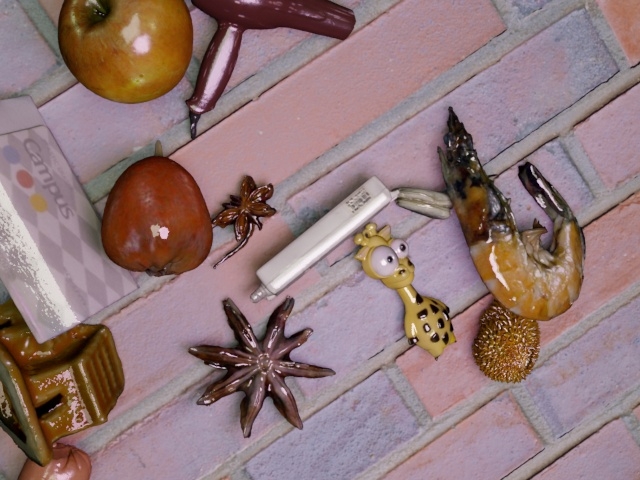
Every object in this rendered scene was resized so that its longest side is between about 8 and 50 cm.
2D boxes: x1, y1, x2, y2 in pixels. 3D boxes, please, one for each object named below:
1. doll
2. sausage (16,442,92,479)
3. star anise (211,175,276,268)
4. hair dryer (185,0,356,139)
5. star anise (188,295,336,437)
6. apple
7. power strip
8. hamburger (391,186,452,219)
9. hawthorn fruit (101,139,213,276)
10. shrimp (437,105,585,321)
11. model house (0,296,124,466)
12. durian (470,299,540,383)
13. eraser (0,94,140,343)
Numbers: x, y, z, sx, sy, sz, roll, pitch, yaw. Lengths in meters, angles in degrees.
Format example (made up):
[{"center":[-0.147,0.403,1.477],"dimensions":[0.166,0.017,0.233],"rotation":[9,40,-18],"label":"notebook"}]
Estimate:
[{"center":[0.165,0.094,1.592],"dimensions":[0.117,0.086,0.291],"rotation":[-40,102,-36],"label":"doll"},{"center":[-0.513,0.511,1.507],"dimensions":[0.121,0.121,0.304],"rotation":[23,90,-11],"label":"sausage"},{"center":[-0.148,-0.029,1.540],"dimensions":[0.097,0.070,0.190],"rotation":[39,90,16],"label":"star anise"},{"center":[-0.132,-0.323,1.507],"dimensions":[0.313,0.123,0.340],"rotation":[18,104,-21],"label":"hair dryer"},{"center":[-0.106,0.229,1.561],"dimensions":[0.288,0.088,0.288],"rotation":[2,84,-15],"label":"star anise"},{"center":[-0.320,-0.345,1.401],"dimensions":[0.237,0.207,0.236],"rotation":[-4,80,23],"label":"apple"},{"center":[0.000,0.000,1.543],"dimensions":[0.338,0.098,0.058],"rotation":[-40,86,-4],"label":"power strip"},{"center":[0.196,-0.073,1.579],"dimensions":[0.121,0.084,0.054],"rotation":[15,95,-9],"label":"hamburger"},{"center":[-0.286,-0.059,1.461],"dimensions":[0.199,0.199,0.251],"rotation":[-4,73,-9],"label":"hawthorn fruit"},{"center":[0.364,-0.065,1.584],"dimensions":[0.272,0.085,0.445],"rotation":[-26,86,-29],"label":"shrimp"},{"center":[-0.461,0.213,1.462],"dimensions":[0.239,0.173,0.268],"rotation":[-23,102,-38],"label":"model house"},{"center":[0.358,0.197,1.603],"dimensions":[0.137,0.168,0.158],"rotation":[-7,113,3],"label":"durian"},{"center":[-0.485,-0.044,1.425],"dimensions":[0.082,0.213,0.396],"rotation":[-25,96,26],"label":"eraser"}]
